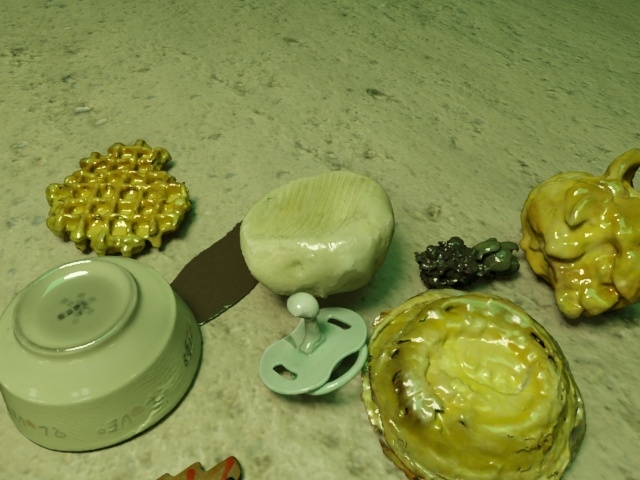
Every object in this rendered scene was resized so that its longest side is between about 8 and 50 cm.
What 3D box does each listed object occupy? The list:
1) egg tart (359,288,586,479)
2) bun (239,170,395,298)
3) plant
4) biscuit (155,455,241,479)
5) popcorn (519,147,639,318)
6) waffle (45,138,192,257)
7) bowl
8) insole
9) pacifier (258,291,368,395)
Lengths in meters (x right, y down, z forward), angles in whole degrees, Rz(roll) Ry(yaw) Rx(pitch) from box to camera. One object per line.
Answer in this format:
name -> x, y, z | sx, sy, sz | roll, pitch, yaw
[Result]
egg tart -> 0.184, 0.159, 0.551 | 0.278, 0.095, 0.279 | 2, 48, -2
bun -> 0.000, 0.000, 0.653 | 0.231, 0.133, 0.231 | -9, 35, 7
plant -> 0.225, 0.033, 0.688 | 0.174, 0.087, 0.085 | -8, 82, -15
biscuit -> -0.135, 0.278, 0.468 | 0.129, 0.019, 0.119 | 4, 46, 0
popcorn -> 0.391, -0.014, 0.673 | 0.190, 0.191, 0.253 | 3, 33, 44
waffle -> -0.318, -0.075, 0.769 | 0.253, 0.056, 0.249 | 24, 50, 21
bowl -> -0.267, 0.107, 0.547 | 0.237, 0.126, 0.238 | 2, 47, -3
insole -> -0.122, 0.015, 0.728 | 0.111, 0.007, 0.328 | 24, 50, 16
pacifier -> -0.009, 0.116, 0.560 | 0.150, 0.117, 0.126 | -31, 35, -27
